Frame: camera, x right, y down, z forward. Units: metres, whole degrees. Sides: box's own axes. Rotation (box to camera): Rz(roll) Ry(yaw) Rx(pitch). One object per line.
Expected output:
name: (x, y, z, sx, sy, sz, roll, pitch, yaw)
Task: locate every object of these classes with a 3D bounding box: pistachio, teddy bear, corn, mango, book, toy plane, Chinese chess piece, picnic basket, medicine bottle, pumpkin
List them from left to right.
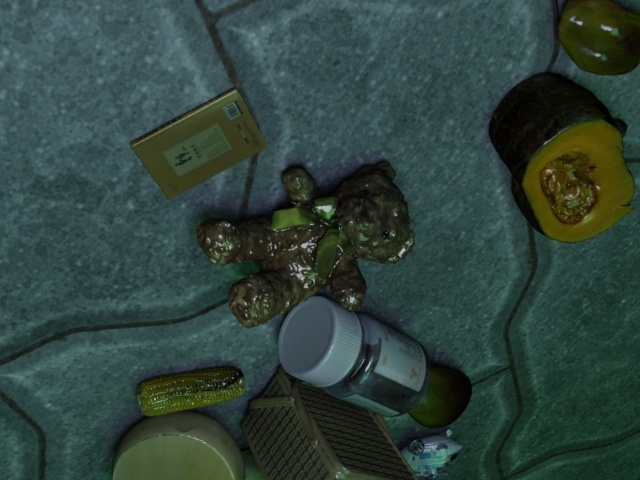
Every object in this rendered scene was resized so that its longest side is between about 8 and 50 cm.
Chinese chess piece: (-0.266, 0.437, 1.509, 0.250, 0.097, 0.251, 1, 110, 2)
corn: (-0.235, 0.273, 1.466, 0.203, 0.072, 0.072, -7, 131, -20)
book: (-0.174, -0.139, 1.170, 0.172, 0.012, 0.118, -27, 134, 0)
teddy bear: (-0.004, 0.000, 1.221, 0.222, 0.246, 0.296, -34, 167, 33)
picnic basket: (0.013, 0.392, 1.516, 0.228, 0.313, 0.175, 24, 107, -36)
medicine bottle: (0.066, 0.216, 1.482, 0.165, 0.165, 0.273, -45, 131, 17)
toy plane: (0.192, 0.507, 1.867, 0.273, 0.107, 0.182, -8, 180, 17)
mango: (0.237, 0.324, 1.663, 0.267, 0.111, 0.133, 19, 107, -52)
pumpkin: (0.425, -0.141, 1.352, 0.221, 0.139, 0.317, -30, 132, 7)
pistachio: (0.445, -0.308, 1.234, 0.189, 0.100, 0.110, 9, 120, -32)

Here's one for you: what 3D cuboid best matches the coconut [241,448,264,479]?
coconut: (-0.122, 0.530, 1.658, 0.235, 0.236, 0.205, -5, 94, -20)
